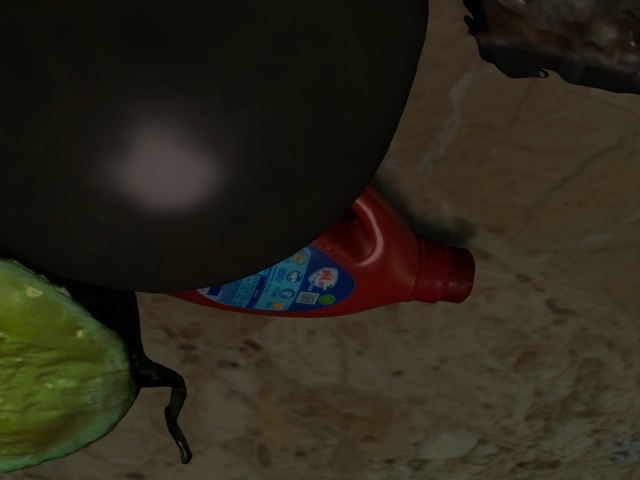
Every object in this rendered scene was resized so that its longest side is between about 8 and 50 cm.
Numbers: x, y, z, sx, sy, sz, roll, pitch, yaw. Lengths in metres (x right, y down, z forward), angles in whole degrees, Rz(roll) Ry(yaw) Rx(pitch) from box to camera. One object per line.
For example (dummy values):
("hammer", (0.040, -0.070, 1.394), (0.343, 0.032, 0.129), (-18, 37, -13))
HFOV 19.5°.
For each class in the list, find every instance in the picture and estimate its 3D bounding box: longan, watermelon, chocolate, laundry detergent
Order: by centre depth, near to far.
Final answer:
("chocolate", (0.084, -0.189, 0.710), (0.102, 0.065, 0.329), (17, 145, 28))
("longan", (-0.059, -0.074, 0.743), (0.212, 0.198, 0.198), (-27, 136, -4))
("watermelon", (-0.183, 0.025, 0.883), (0.232, 0.127, 0.204), (-4, 143, -1))
("laundry detergent", (0.000, 0.000, 0.927), (0.165, 0.049, 0.097), (9, 133, -15))
